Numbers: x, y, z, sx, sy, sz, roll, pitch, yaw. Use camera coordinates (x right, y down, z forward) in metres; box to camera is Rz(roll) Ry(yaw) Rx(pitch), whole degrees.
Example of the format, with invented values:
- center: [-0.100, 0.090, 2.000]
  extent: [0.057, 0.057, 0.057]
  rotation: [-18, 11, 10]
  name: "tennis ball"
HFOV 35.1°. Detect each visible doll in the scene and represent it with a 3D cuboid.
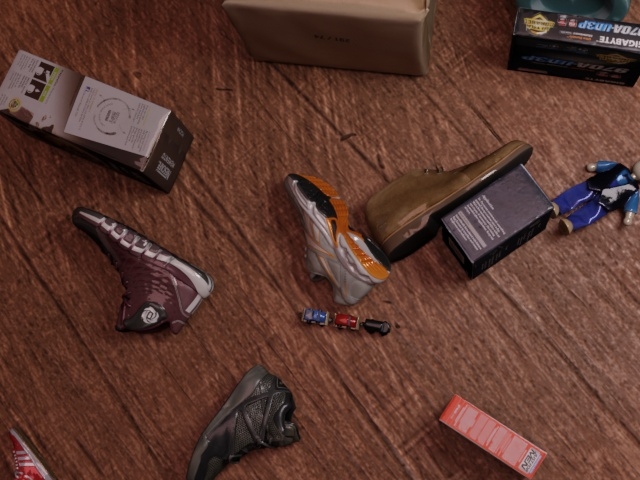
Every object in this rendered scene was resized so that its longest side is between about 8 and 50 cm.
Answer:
- center: [0.477, -0.076, 1.693]
  extent: [0.189, 0.046, 0.129]
  rotation: [-30, 68, -6]
  name: "doll"

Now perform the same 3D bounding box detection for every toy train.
- center: [0.040, 0.137, 1.708]
  extent: [0.158, 0.036, 0.027]
  rotation: [8, 80, 8]
  name: "toy train"

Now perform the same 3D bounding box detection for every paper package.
- center: [0.028, -0.401, 1.675]
  extent: [0.325, 0.309, 0.168]
  rotation: [6, 82, 8]
  name: "paper package"

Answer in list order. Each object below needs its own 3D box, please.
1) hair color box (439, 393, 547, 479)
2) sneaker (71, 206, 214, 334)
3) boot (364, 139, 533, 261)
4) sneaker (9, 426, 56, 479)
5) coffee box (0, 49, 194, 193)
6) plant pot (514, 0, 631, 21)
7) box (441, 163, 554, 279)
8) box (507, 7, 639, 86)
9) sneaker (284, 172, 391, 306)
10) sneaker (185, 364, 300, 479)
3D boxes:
- center: [0.273, 0.312, 1.617]
  extent: [0.167, 0.093, 0.053]
  rotation: [34, 85, 11]
  name: "hair color box"
- center: [-0.336, 0.066, 1.734]
  extent: [0.281, 0.106, 0.162]
  rotation: [30, 87, 11]
  name: "sneaker"
- center: [0.212, -0.096, 1.705]
  extent: [0.305, 0.112, 0.115]
  rotation: [-33, 66, 2]
  name: "boot"
- center: [-0.509, 0.380, 1.722]
  extent: [0.067, 0.042, 0.118]
  rotation: [-39, 79, -5]
  name: "sneaker"
- center: [-0.390, -0.202, 1.760]
  extent: [0.297, 0.168, 0.119]
  rotation: [22, 82, 11]
  name: "coffee box"
- center: [0.426, -0.489, 1.653]
  extent: [0.272, 0.271, 0.255]
  rotation: [9, 74, 8]
  name: "plant pot"
- center: [0.285, -0.027, 1.651]
  extent: [0.158, 0.156, 0.093]
  rotation: [-34, 76, -1]
  name: "box"
- center: [0.426, -0.318, 1.682]
  extent: [0.220, 0.175, 0.051]
  rotation: [10, 82, 8]
  name: "box"
- center: [0.000, 0.000, 1.713]
  extent: [0.121, 0.099, 0.262]
  rotation: [-51, 58, 28]
  name: "sneaker"
- center: [-0.120, 0.330, 1.663]
  extent: [0.130, 0.087, 0.227]
  rotation: [34, 79, 18]
  name: "sneaker"
